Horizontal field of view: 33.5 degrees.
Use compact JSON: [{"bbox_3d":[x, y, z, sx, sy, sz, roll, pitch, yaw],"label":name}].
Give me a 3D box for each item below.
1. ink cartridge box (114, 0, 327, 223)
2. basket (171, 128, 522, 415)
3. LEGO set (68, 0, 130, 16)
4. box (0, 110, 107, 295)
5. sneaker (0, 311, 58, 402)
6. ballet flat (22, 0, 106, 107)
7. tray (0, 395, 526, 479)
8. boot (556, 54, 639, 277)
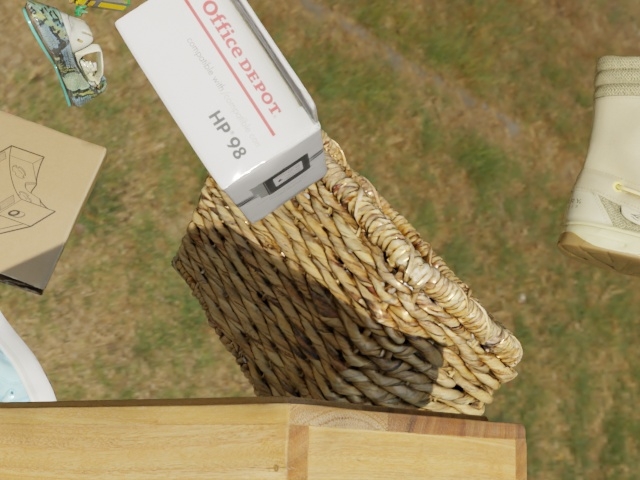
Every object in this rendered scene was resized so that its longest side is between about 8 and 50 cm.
[{"bbox_3d":[-0.050,-0.077,0.570,0.060,0.180,0.104,-33,84,-2],"label":"ink cartridge box"},{"bbox_3d":[0.042,0.015,0.902,0.213,0.223,0.299,-1,37,-36],"label":"basket"},{"bbox_3d":[-0.304,-0.451,1.281,0.192,0.255,0.332,1,83,-36],"label":"LEGO set"},{"bbox_3d":[-0.339,-0.050,1.144,0.164,0.021,0.201,19,52,-4],"label":"box"},{"bbox_3d":[-0.520,0.190,1.577,0.150,0.135,0.366,-27,63,-31],"label":"sneaker"},{"bbox_3d":[-0.287,-0.222,1.222,0.070,0.188,0.070,0,69,1],"label":"ballet flat"},{"bbox_3d":[-0.103,0.140,0.661,0.202,0.410,0.076,14,74,-47],"label":"tray"},{"bbox_3d":[0.361,-0.057,0.966,0.261,0.095,0.204,12,79,6],"label":"boot"}]
